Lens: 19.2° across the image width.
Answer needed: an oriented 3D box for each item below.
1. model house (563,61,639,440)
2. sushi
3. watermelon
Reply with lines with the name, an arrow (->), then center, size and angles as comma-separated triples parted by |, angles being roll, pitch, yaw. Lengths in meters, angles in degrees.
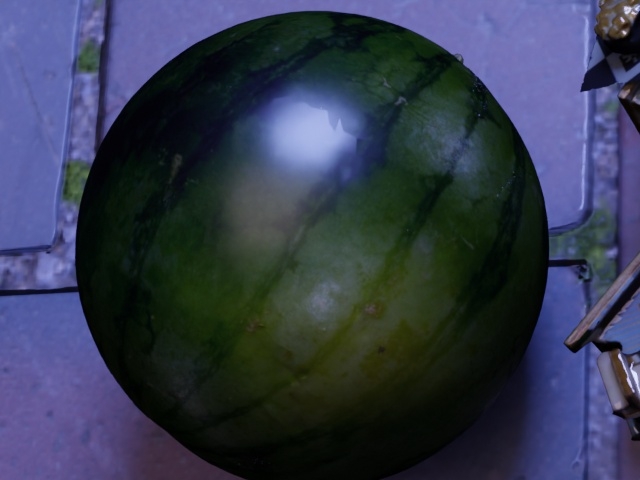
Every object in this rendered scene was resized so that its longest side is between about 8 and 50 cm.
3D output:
model house -> 0.237, -0.032, 0.920 | 0.271, 0.178, 0.206 | -24, 60, 17
sushi -> 0.180, -0.136, 0.904 | 0.126, 0.026, 0.120 | -9, 51, 45
watermelon -> -0.003, 0.004, 0.964 | 0.242, 0.242, 0.242 | -7, 70, 20
